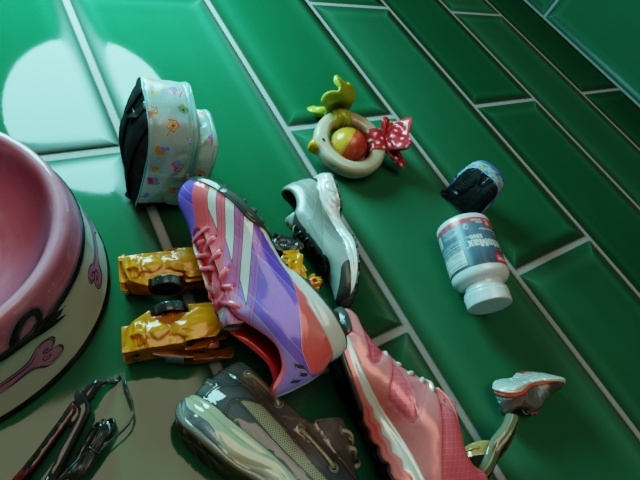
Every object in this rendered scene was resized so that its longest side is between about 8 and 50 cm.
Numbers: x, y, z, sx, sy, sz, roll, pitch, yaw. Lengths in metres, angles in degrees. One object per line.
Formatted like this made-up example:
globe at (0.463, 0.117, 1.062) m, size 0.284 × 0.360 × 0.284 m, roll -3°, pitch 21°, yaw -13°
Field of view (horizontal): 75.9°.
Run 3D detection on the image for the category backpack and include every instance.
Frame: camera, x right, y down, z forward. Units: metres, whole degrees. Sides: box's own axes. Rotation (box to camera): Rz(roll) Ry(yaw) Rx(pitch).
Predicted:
backpack at (0.357, -0.123, 0.939) m, size 0.105 × 0.114 × 0.084 m, roll 45°, pitch 52°, yaw 12°
backpack at (-0.246, -0.160, 0.663) m, size 0.145 × 0.188 × 0.165 m, roll -4°, pitch 59°, yaw -25°

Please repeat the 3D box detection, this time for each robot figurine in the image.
robot figurine at (-0.136, 0.082, 0.609) m, size 0.291 × 0.085 × 0.211 m, roll -3°, pitch 59°, yaw -24°

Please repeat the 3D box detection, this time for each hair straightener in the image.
hair straightener at (-0.282, 0.258, 0.459) m, size 0.089 × 0.047 × 0.230 m, roll 27°, pitch 47°, yaw -4°

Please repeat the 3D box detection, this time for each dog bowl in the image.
dog bowl at (-0.473, 0.022, 0.468) m, size 0.408 × 0.150 × 0.407 m, roll 12°, pitch 53°, yaw -16°

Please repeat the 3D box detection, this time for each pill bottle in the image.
pill bottle at (0.303, 0.046, 0.804) m, size 0.108 × 0.108 × 0.180 m, roll 5°, pitch 56°, yaw -20°

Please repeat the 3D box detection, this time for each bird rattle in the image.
bird rattle at (0.077, -0.221, 0.915) m, size 0.254 × 0.143 × 0.206 m, roll 36°, pitch 62°, yaw -13°

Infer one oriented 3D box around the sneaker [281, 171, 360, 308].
sneaker at (0.000, 0.000, 0.727) m, size 0.108 × 0.100 × 0.271 m, roll -10°, pitch 58°, yaw -12°

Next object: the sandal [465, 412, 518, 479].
sandal at (0.237, 0.323, 0.613) m, size 0.049 × 0.072 × 0.180 m, roll 28°, pitch 52°, yaw 36°

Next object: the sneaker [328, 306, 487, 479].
sneaker at (0.112, 0.229, 0.578) m, size 0.136 × 0.116 × 0.313 m, roll -21°, pitch 71°, yaw -17°

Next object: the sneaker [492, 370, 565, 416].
sneaker at (0.364, 0.271, 0.720) m, size 0.158 × 0.061 × 0.064 m, roll -2°, pitch 85°, yaw -23°

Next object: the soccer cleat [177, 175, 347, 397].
soccer cleat at (-0.104, 0.046, 0.528) m, size 0.116 × 0.108 × 0.318 m, roll -34°, pitch 76°, yaw -32°

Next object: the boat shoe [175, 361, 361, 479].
boat shoe at (-0.007, 0.276, 0.500) m, size 0.355 × 0.132 × 0.130 m, roll 38°, pitch 52°, yaw 3°
